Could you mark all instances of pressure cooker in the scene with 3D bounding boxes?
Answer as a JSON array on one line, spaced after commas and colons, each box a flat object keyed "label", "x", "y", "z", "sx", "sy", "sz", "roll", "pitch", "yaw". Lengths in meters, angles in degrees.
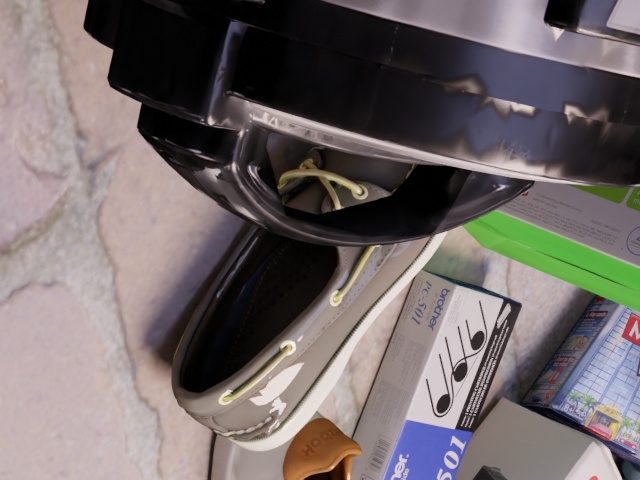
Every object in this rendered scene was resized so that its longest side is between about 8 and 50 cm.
[{"label": "pressure cooker", "x": 0.062, "y": -0.199, "z": 0.987, "sx": 0.370, "sy": 0.375, "sz": 0.420, "roll": 14, "pitch": 100, "yaw": -11}]

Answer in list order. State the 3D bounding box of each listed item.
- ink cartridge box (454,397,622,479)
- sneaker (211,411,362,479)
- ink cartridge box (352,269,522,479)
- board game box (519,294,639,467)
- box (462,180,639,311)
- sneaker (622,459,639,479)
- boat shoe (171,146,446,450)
[{"label": "ink cartridge box", "x": 0.148, "y": 0.303, "z": 1.512, "sx": 0.273, "sy": 0.114, "sz": 0.197, "roll": -48, "pitch": 137, "yaw": -18}, {"label": "sneaker", "x": -0.026, "y": 0.259, "z": 1.296, "sx": 0.106, "sy": 0.123, "sz": 0.290, "roll": -20, "pitch": 123, "yaw": -43}, {"label": "ink cartridge box", "x": 0.085, "y": 0.133, "z": 1.414, "sx": 0.097, "sy": 0.046, "sz": 0.207, "roll": 16, "pitch": 96, "yaw": -49}, {"label": "board game box", "x": 0.304, "y": 0.102, "z": 1.579, "sx": 0.194, "sy": 0.060, "sz": 0.194, "roll": 28, "pitch": 78, "yaw": -19}, {"label": "box", "x": 0.251, "y": -0.076, "z": 1.328, "sx": 0.231, "sy": 0.262, "sz": 0.127, "roll": -59, "pitch": 140, "yaw": -10}, {"label": "sneaker", "x": 0.306, "y": 0.272, "z": 1.668, "sx": 0.319, "sy": 0.127, "sz": 0.208, "roll": -43, "pitch": 138, "yaw": -39}, {"label": "boat shoe", "x": 0.003, "y": 0.002, "z": 1.212, "sx": 0.305, "sy": 0.109, "sz": 0.091, "roll": -58, "pitch": 145, "yaw": -4}]
